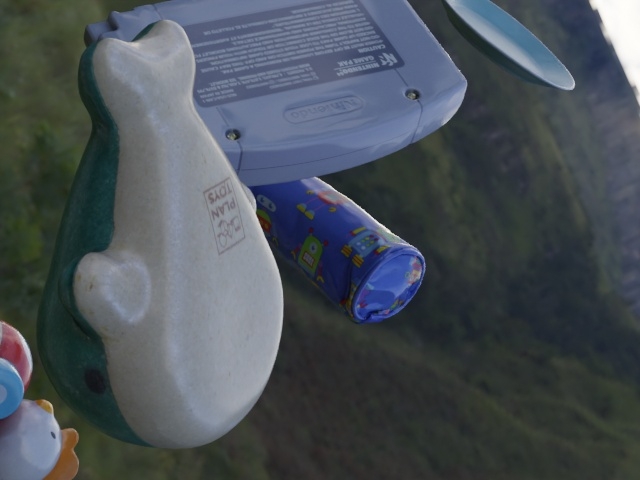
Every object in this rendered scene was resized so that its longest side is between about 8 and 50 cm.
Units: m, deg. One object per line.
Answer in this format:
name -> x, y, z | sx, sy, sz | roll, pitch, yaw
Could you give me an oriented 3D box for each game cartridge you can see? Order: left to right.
game cartridge -> -0.033, -0.141, 1.279 | 0.198, 0.297, 0.062 | 61, -29, 28

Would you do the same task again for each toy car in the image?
toy car -> -0.394, 0.226, 1.863 | 0.238, 0.210, 0.219 | 35, 5, -31

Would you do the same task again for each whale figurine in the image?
whale figurine -> -0.120, 0.000, 0.951 | 0.216, 0.141, 0.272 | -39, 123, -60

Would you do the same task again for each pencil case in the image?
pencil case -> 0.000, 0.000, 1.972 | 0.306, 0.119, 0.133 | 36, -67, 39

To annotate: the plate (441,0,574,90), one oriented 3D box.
plate -> 0.192, -0.215, 1.574 | 0.188, 0.024, 0.188 | 33, 22, -15
